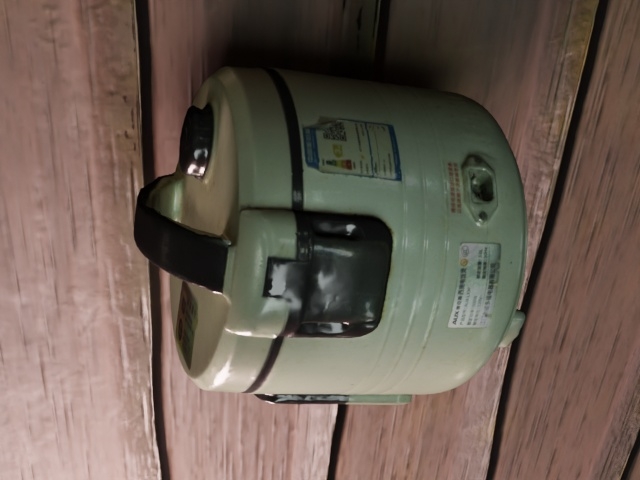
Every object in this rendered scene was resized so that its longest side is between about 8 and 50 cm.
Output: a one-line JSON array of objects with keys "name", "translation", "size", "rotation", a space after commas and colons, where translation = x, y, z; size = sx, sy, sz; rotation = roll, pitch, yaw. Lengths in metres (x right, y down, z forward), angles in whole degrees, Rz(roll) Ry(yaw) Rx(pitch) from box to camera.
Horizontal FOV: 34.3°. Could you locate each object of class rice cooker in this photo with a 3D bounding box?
[{"name": "rice cooker", "translation": [0.000, 0.000, 0.688], "size": [0.244, 0.226, 0.226], "rotation": [6, 126, -21]}]
